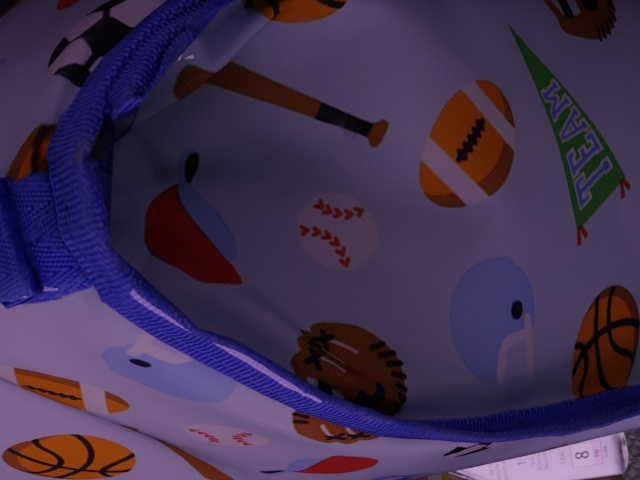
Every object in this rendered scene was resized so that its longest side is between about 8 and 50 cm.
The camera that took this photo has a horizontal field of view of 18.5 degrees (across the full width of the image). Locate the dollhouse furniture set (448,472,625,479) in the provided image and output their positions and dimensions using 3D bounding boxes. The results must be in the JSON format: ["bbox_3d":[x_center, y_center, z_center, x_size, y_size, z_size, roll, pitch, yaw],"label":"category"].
[{"bbox_3d":[0.276,0.060,1.590,0.355,0.174,0.303,-25,-164,25],"label":"dollhouse furniture set"}]

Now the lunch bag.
[{"bbox_3d":[-0.058,-0.006,0.803,0.328,0.239,0.385,-13,175,42],"label":"lunch bag"}]

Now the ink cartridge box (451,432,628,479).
[{"bbox_3d":[0.102,0.114,1.473,0.232,0.066,0.189,-11,-149,6],"label":"ink cartridge box"}]

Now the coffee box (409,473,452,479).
[{"bbox_3d":[-0.013,0.215,1.789,0.338,0.334,0.338,1,170,-40],"label":"coffee box"}]
